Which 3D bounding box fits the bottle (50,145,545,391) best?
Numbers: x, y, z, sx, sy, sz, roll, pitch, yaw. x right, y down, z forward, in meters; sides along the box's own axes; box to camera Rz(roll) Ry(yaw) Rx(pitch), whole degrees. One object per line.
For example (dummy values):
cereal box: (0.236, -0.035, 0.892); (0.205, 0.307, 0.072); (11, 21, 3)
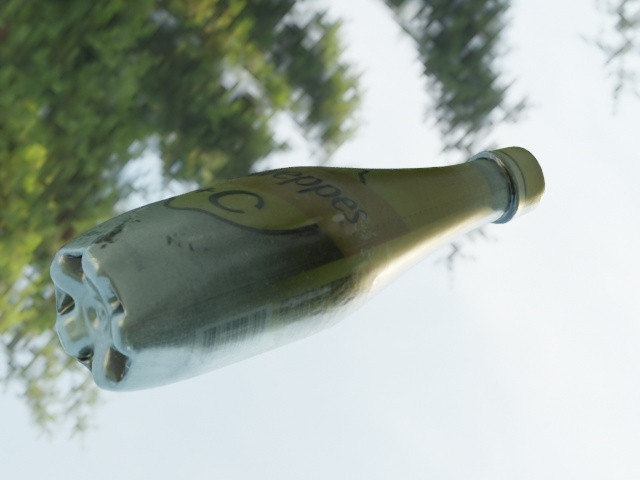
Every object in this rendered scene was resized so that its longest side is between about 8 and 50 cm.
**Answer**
bottle: (0.000, 0.000, 0.917); (0.270, 0.083, 0.083); (-19, -110, -36)
